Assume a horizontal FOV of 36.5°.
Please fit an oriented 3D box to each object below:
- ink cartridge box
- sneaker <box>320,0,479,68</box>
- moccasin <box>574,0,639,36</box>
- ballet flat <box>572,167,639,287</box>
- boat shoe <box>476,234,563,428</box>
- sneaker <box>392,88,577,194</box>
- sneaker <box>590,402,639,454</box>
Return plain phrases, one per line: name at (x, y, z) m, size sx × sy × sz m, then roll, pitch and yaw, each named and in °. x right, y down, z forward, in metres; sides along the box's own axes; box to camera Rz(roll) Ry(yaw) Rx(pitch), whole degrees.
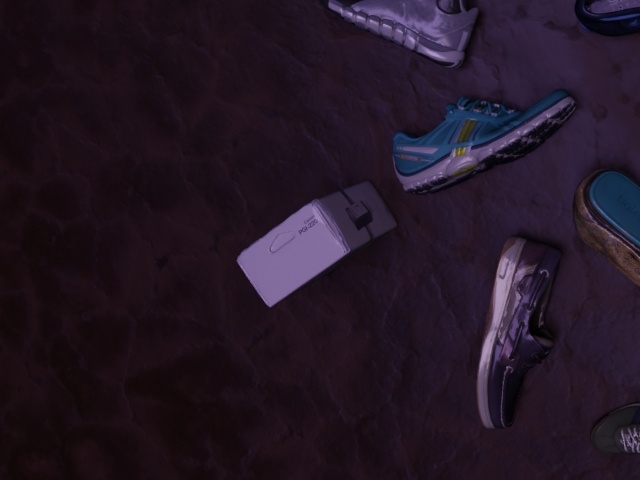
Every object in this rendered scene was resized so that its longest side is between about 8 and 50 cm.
ink cartridge box at (0.000, 0.000, 1.417) m, size 0.158 × 0.218 × 0.092 m, roll -36°, pitch 84°, yaw 25°
sneaker at (0.122, -0.348, 1.388) m, size 0.228 × 0.086 × 0.132 m, roll 26°, pitch 104°, yaw 7°
moccasin at (0.486, -0.337, 1.204) m, size 0.342 × 0.117 × 0.138 m, roll -27°, pitch 88°, yaw 25°
ballet flat at (0.472, 0.045, 1.281) m, size 0.348 × 0.123 × 0.123 m, roll 44°, pitch 113°, yaw 12°
boat shoe at (0.286, 0.138, 1.383) m, size 0.092 × 0.103 × 0.285 m, roll 10°, pitch 97°, yaw 27°
sneaker at (0.221, -0.155, 1.363) m, size 0.275 × 0.107 × 0.110 m, roll -21°, pitch 81°, yaw 25°
sneaker at (0.460, 0.261, 1.334) m, size 0.192 × 0.086 × 0.064 m, roll -19°, pitch 91°, yaw 25°
